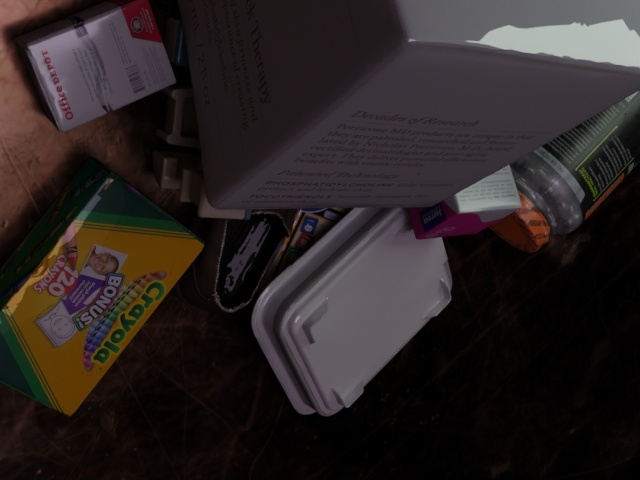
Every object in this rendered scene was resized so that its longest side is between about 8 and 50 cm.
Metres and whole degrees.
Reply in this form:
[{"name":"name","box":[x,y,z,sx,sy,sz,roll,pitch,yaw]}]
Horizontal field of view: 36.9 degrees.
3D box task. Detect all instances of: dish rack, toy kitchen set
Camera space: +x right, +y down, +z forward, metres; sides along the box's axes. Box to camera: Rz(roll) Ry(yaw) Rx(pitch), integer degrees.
[{"name":"dish rack","box":[0.070,0.091,1.388,0.333,0.072,0.286,-43,137,-20]},{"name":"toy kitchen set","box":[-0.110,-0.148,1.159,0.122,0.166,0.207,-2,111,-32]}]

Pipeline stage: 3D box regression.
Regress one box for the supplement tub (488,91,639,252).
[{"name":"supplement tub","box":[0.375,-0.144,1.456,0.316,0.193,0.193,-45,127,-10]}]

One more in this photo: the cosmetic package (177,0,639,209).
[{"name":"cosmetic package","box":[0.077,-0.248,1.030,0.327,0.393,0.330,-1,72,-32]}]

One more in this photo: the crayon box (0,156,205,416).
[{"name":"crayon box","box":[-0.295,0.059,1.180,0.165,0.081,0.278,40,86,-37]}]

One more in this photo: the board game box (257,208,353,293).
[{"name":"board game box","box":[0.000,0.000,1.368,0.146,0.045,0.194,21,97,-37]}]

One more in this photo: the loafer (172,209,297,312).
[{"name":"loafer","box":[-0.066,-0.059,1.247,0.133,0.130,0.366,17,100,-37]}]

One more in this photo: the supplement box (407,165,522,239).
[{"name":"supplement box","box":[0.174,-0.124,1.318,0.113,0.111,0.220,-7,74,-30]}]

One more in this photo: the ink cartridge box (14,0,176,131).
[{"name":"ink cartridge box","box":[-0.258,-0.207,1.104,0.150,0.063,0.109,-28,123,-20]}]
